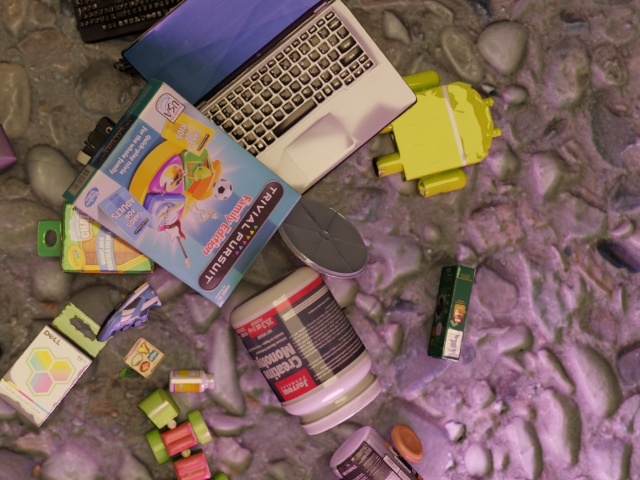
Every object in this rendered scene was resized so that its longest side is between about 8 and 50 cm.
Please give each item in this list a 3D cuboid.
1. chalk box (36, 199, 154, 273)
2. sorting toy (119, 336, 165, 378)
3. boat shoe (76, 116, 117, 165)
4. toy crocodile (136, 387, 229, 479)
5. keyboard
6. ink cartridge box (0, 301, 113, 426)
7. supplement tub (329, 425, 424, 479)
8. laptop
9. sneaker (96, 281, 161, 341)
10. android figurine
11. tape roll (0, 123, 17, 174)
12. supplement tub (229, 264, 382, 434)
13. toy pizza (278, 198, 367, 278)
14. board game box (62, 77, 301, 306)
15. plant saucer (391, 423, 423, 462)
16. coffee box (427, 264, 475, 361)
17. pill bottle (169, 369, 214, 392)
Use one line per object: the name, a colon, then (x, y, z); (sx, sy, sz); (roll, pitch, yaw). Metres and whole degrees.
chalk box: (-0.412, -0.004, 1.865); (0.213, 0.132, 0.132); (0, 87, -10)
sorting toy: (-0.342, 0.233, 1.924); (0.062, 0.012, 0.083); (38, 81, -6)
boat shoe: (-0.277, -0.136, 1.900); (0.340, 0.127, 0.113); (23, 95, 2)
toy crocodile: (-0.236, 0.430, 1.883); (0.115, 0.105, 0.340); (-24, 91, -10)
keyboard: (-0.318, -0.404, 1.853); (0.317, 0.033, 0.201); (-5, 110, 32)
ink cartridge box: (-0.491, 0.226, 1.874); (0.109, 0.062, 0.209); (40, 81, -4)
supplement tub: (0.118, 0.457, 1.935); (0.117, 0.117, 0.190); (-44, 95, -9)
laptop: (-0.073, -0.293, 1.840); (0.382, 0.236, 0.408); (-39, 99, 2)
sneaker: (-0.358, 0.143, 1.902); (0.144, 0.053, 0.059); (-46, 104, -16)
android figurine: (0.226, -0.217, 2.022); (0.273, 0.056, 0.248); (-17, 89, -8)
tape roll: (-0.652, -0.133, 1.790); (0.219, 0.219, 0.072); (-25, 91, -10)
supplement tub: (-0.026, 0.201, 1.888); (0.191, 0.191, 0.272); (-32, 92, -10)
toy pizza: (0.000, 0.000, 1.929); (0.201, 0.201, 0.032); (33, 124, -6)
board game box: (-0.234, -0.079, 1.776); (0.336, 0.079, 0.254); (38, 85, -30)
plant saucer: (0.170, 0.391, 1.967); (0.013, 0.083, 0.083); (-41, 94, 26)
coffee box: (0.254, 0.141, 1.978); (0.040, 0.113, 0.184); (11, 83, -7)
pill bottle: (-0.244, 0.266, 1.922); (0.083, 0.043, 0.043); (2, 86, -9)
